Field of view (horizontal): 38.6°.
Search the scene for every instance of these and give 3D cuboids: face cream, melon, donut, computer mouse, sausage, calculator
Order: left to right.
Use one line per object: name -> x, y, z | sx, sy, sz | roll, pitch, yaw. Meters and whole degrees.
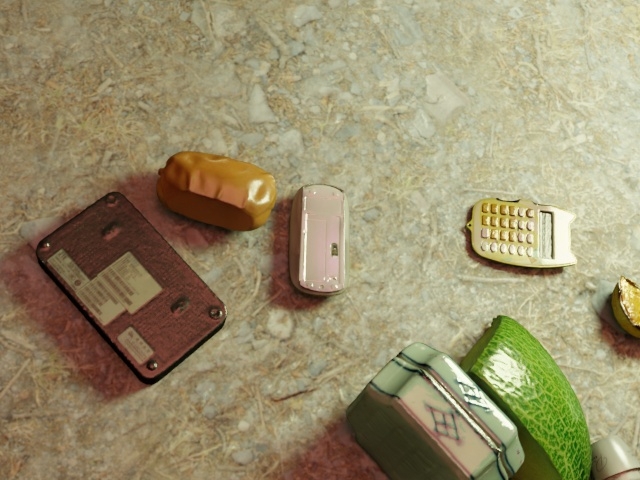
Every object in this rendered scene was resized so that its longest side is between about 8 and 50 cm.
sausage -> -0.208, -0.100, 1.815 | 0.241, 0.120, 0.136 | 12, 51, -4
computer mouse -> 0.000, 0.000, 1.842 | 0.125, 0.056, 0.245 | 4, 66, -9
calculator -> 0.424, -0.015, 1.938 | 0.236, 0.033, 0.157 | 9, 67, -4
melon -> 0.389, 0.336, 1.705 | 0.343, 0.331, 0.226 | 45, 102, 3
face cream -> 0.558, 0.427, 1.739 | 0.091, 0.091, 0.095 | -11, 62, -14
donut -> 0.686, 0.144, 1.892 | 0.181, 0.078, 0.146 | -2, 69, -18

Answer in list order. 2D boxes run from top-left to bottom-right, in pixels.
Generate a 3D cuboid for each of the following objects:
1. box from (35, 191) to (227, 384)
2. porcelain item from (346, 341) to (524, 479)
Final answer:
box -> -0.359, 0.086, 1.745 | 0.211, 0.058, 0.350 | -41, 78, -21
porcelain item -> 0.199, 0.335, 1.610 | 0.157, 0.286, 0.281 | -37, 76, -24
